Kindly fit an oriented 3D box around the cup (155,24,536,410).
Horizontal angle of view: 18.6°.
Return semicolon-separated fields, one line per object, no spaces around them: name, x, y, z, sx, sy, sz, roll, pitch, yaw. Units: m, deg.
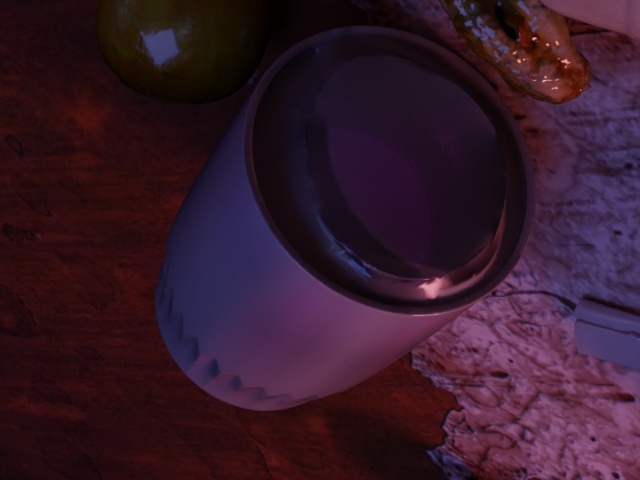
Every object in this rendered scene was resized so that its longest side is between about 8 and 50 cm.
cup;0.000;0.000;1.688;0.253;0.253;0.371;42;148;-2

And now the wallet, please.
wallet;0.282;0.090;1.720;0.122;0.025;0.061;16;133;33

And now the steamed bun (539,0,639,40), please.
steamed bun;0.216;-0.232;1.280;0.146;0.164;0.241;20;142;26

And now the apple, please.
apple;-0.112;-0.200;1.688;0.146;0.163;0.147;14;118;15

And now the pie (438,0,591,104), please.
pie;0.129;-0.188;1.439;0.205;0.084;0.179;61;-172;18

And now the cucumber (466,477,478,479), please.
cucumber;0.178;0.346;2.082;0.193;0.085;0.115;43;146;-17
